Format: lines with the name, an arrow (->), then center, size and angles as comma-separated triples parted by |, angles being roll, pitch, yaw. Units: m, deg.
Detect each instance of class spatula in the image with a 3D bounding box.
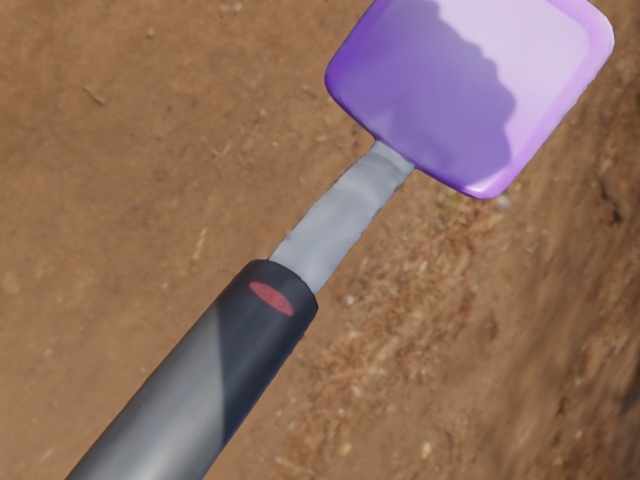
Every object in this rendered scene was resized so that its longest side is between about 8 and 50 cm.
spatula -> 0.000, 0.000, 0.357 | 0.296, 0.084, 0.030 | -51, 175, -32
